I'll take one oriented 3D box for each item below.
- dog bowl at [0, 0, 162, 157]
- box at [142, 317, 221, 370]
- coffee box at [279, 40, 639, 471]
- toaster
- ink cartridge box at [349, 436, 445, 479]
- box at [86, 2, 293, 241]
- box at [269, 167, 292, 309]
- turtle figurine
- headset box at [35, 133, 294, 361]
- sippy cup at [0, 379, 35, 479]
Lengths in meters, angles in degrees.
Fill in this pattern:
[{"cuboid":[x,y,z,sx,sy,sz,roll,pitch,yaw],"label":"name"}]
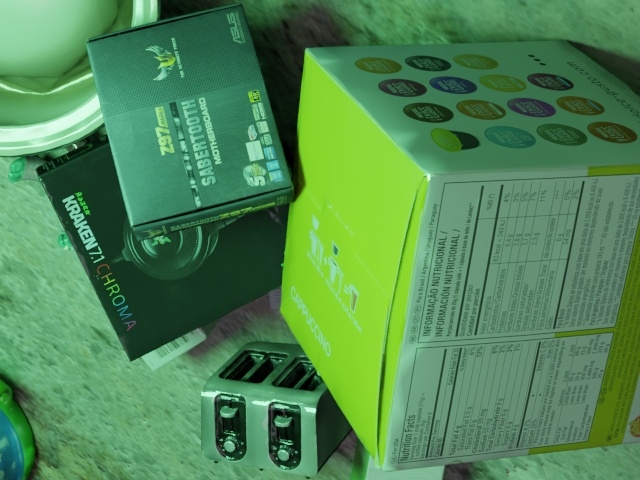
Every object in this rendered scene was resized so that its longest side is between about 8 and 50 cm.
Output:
[{"cuboid":[-0.373,-0.314,1.740,0.408,0.150,0.408,3,115,7],"label":"dog bowl"},{"cuboid":[-0.202,0.095,1.929,0.101,0.087,0.102,-32,100,26],"label":"box"},{"cuboid":[0.169,0.002,1.570,0.334,0.337,0.338,-4,118,-21],"label":"coffee box"},{"cuboid":[-0.046,0.215,1.896,0.168,0.185,0.110,7,113,22],"label":"toaster"},{"cuboid":[0.108,0.266,1.905,0.109,0.062,0.209,1,118,-15],"label":"ink cartridge box"},{"cuboid":[-0.145,-0.132,1.620,0.183,0.059,0.233,-14,75,-4],"label":"box"},{"cuboid":[0.000,0.000,1.856,0.145,0.038,0.186,2,112,16],"label":"box"},{"cuboid":[-0.278,-0.064,1.862,0.234,0.118,0.175,34,92,13],"label":"turtle figurine"},{"cuboid":[-0.157,-0.034,1.737,0.283,0.131,0.246,-26,102,-9],"label":"headset box"},{"cuboid":[-0.556,0.330,2.061,0.240,0.224,0.306,5,115,15],"label":"sippy cup"}]
